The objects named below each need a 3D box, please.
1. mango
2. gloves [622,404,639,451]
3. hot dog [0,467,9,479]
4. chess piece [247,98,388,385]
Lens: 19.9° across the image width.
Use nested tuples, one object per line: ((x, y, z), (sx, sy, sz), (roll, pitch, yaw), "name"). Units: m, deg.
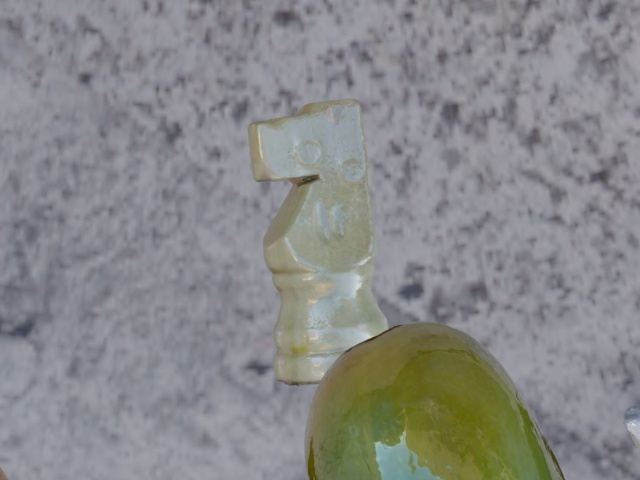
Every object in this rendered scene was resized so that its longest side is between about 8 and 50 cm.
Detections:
((0.078, 0.157, 0.877), (0.114, 0.156, 0.251), (-28, 105, 8), "mango")
((0.332, 0.193, 1.568), (0.119, 0.097, 0.229), (-22, 115, -7), "gloves")
((-0.260, 0.213, 1.322), (0.100, 0.068, 0.249), (-32, 136, -17), "hot dog")
((0.000, 0.000, 1.323), (0.090, 0.090, 0.200), (-6, 93, 3), "chess piece")
